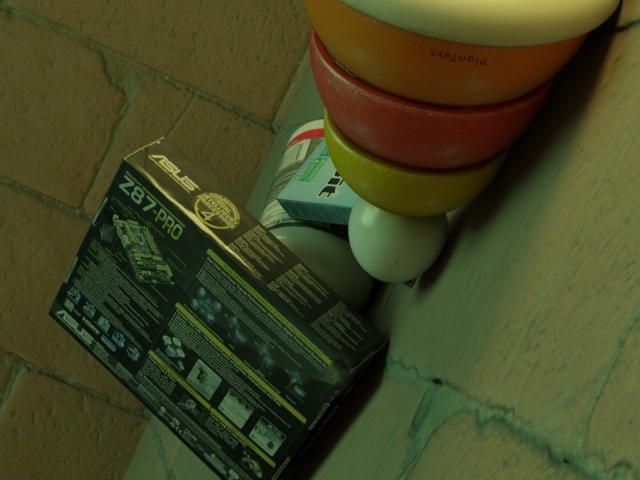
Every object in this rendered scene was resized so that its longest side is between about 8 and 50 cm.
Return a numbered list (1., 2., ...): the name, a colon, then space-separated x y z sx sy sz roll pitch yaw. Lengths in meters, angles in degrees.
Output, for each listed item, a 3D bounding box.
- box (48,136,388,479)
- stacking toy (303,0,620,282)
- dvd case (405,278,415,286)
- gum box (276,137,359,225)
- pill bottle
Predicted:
1. box: -0.144 0.111 1.900 0.097 0.395 0.318 -35 -18 -46
2. stacking toy: 0.103 -0.147 1.629 0.350 0.351 0.479 -78 0 -52
3. dvd case: 0.139 -0.054 1.880 0.221 0.018 0.164 -65 9 2
4. gum box: 0.053 -0.090 1.891 0.184 0.041 0.157 9 54 50
5. pill bottle: 0.000 0.000 2.026 0.176 0.176 0.318 -54 14 50
